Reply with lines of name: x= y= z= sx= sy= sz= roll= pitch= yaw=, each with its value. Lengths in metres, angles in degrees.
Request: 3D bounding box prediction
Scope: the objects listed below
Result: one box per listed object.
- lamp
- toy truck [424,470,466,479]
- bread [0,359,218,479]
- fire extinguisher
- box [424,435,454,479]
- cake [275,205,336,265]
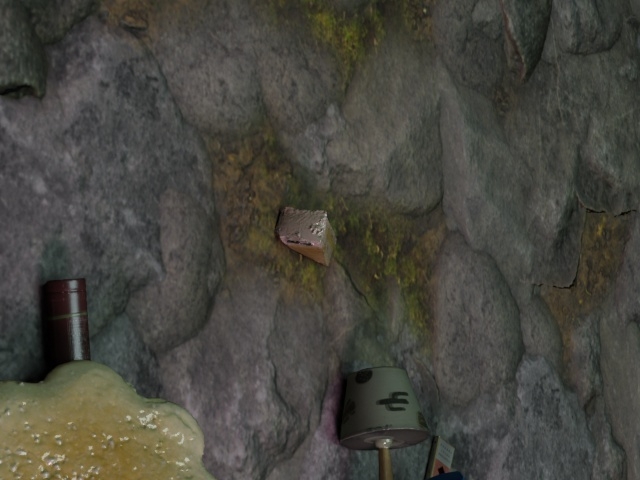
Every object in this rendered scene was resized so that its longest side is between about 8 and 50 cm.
lamp: x=0.085 y=0.276 z=2.048 sx=0.121 sy=0.121 sz=0.215 roll=24 pitch=55 yaw=-50
toy truck: x=0.125 y=0.477 z=2.039 sx=0.146 sy=0.175 sz=0.367 roll=57 pitch=44 yaw=-30
bread: x=-0.234 y=0.260 z=1.565 sx=0.316 sy=0.054 sz=0.316 roll=13 pitch=61 yaw=-23
fire extinguisher: x=-0.261 y=0.119 z=1.669 sx=0.078 sy=0.045 sz=0.157 roll=0 pitch=85 yaw=-68
box: x=0.169 y=0.326 z=2.252 sx=0.046 sy=0.012 sz=0.083 roll=42 pitch=54 yaw=-44
cake: x=0.000 y=0.000 z=2.027 sx=0.121 sy=0.065 sz=0.052 roll=33 pitch=62 yaw=-55
